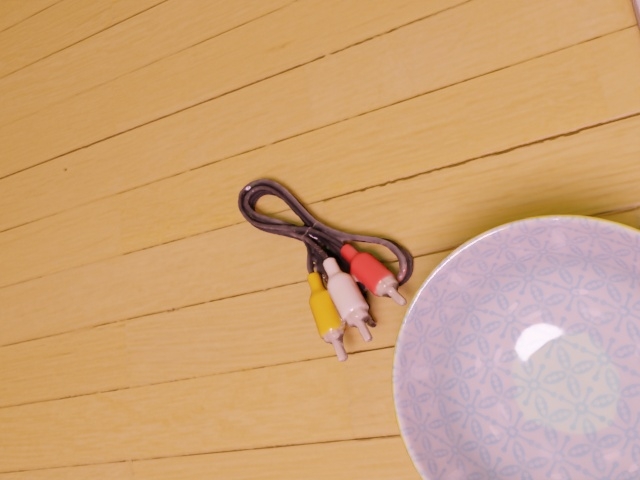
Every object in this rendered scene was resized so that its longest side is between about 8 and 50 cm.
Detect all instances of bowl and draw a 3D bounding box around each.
[{"bbox_3d":[0.227,0.132,0.586,0.289,0.156,0.289,-6,77,26],"label":"bowl"}]

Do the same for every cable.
[{"bbox_3d":[0.000,0.000,0.778,0.139,0.072,0.287,-43,64,8],"label":"cable"}]

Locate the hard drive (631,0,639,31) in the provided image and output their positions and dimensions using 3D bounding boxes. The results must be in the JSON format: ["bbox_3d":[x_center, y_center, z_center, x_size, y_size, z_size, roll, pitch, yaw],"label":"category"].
[{"bbox_3d":[0.443,-0.187,0.600,0.233,0.047,0.353,-14,73,24],"label":"hard drive"}]
